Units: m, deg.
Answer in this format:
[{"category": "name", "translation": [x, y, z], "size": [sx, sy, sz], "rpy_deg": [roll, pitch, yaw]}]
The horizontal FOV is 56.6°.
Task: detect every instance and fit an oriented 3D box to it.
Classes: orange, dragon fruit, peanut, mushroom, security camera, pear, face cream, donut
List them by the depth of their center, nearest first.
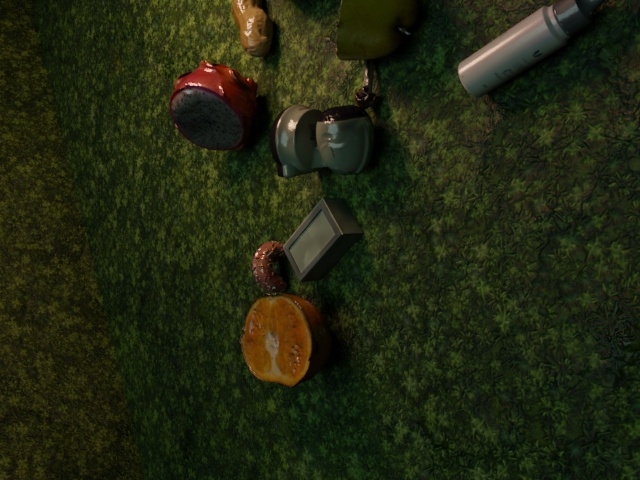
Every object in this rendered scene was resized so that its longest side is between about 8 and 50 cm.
[{"category": "face cream", "translation": [0.428, -0.407, 1.210], "size": [0.311, 0.092, 0.092], "rpy_deg": [-29, 71, 44]}, {"category": "pear", "translation": [0.149, -0.558, 1.452], "size": [0.178, 0.267, 0.266], "rpy_deg": [15, 105, 12]}, {"category": "mushroom", "translation": [0.126, -0.434, 1.565], "size": [0.060, 0.061, 0.187], "rpy_deg": [-7, 75, 53]}, {"category": "security camera", "translation": [0.020, -0.267, 1.584], "size": [0.277, 0.197, 0.191], "rpy_deg": [8, 108, 40]}, {"category": "orange", "translation": [-0.097, 0.280, 1.682], "size": [0.310, 0.274, 0.274], "rpy_deg": [128, 132, -77]}, {"category": "donut", "translation": [-0.157, 0.081, 1.831], "size": [0.065, 0.117, 0.166], "rpy_deg": [-16, 80, 50]}, {"category": "peanut", "translation": [-0.215, -0.696, 1.874], "size": [0.117, 0.101, 0.263], "rpy_deg": [-25, 69, 18]}, {"category": "dragon fruit", "translation": [-0.329, -0.443, 1.900], "size": [0.291, 0.291, 0.189], "rpy_deg": [-25, 39, 44]}]

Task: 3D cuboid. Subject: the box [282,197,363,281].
[{"category": "box", "translation": [0.000, 0.000, 1.682], "size": [0.225, 0.086, 0.129], "rpy_deg": [-50, 58, 36]}]
